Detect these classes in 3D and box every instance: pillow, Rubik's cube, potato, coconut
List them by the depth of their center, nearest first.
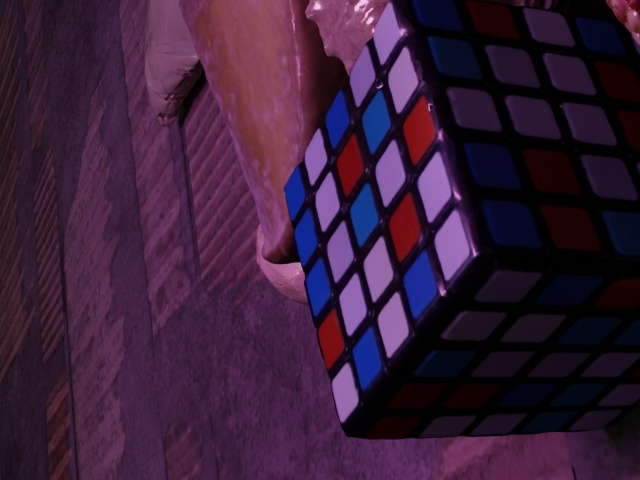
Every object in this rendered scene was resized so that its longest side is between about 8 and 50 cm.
[{"bbox_3d":[0.104,-0.007,0.687,0.182,0.187,0.184,123,140,-48],"label":"Rubik's cube"},{"bbox_3d":[0.034,-0.144,0.892,0.189,0.211,0.264,-40,64,55],"label":"potato"},{"bbox_3d":[0.000,0.000,1.018,0.124,0.110,0.110,14,101,59],"label":"coconut"},{"bbox_3d":[-0.170,-0.320,1.461,0.274,0.076,0.280,135,133,-59],"label":"pillow"}]

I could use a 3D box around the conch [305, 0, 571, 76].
[{"bbox_3d":[0.083,-0.154,0.789,0.245,0.163,0.178,-56,-15,-55],"label":"conch"}]

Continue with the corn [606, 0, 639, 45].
[{"bbox_3d":[0.173,-0.183,0.665,0.098,0.098,0.290,118,144,-44],"label":"corn"}]
